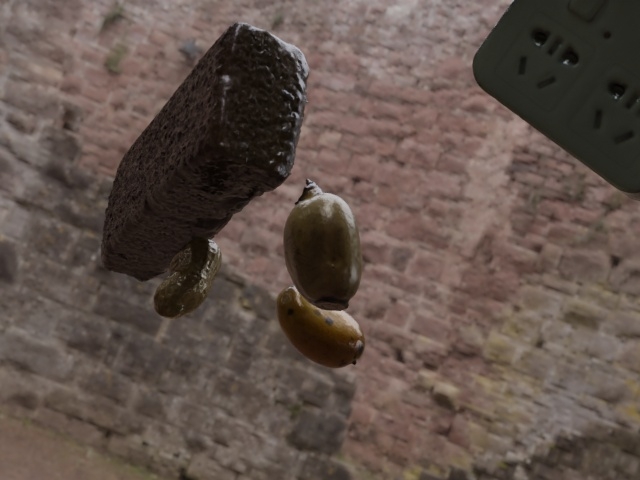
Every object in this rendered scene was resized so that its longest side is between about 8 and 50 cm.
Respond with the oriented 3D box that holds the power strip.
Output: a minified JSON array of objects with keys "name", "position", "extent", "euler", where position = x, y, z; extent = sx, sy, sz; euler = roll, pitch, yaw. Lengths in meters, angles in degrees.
[{"name":"power strip","position":[0.318,-0.200,1.050],"extent":[0.229,0.261,0.141],"euler":[41,14,22]}]

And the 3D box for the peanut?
[{"name":"peanut","position":[-0.140,0.041,1.115],"extent":[0.053,0.113,0.054],"euler":[13,-45,14]}]

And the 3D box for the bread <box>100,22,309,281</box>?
[{"name":"bread","position":[-0.147,-0.082,1.218],"extent":[0.113,0.165,0.416],"euler":[20,-25,-22]}]

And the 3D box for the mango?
[{"name":"mango","position":[-0.003,0.155,1.832],"extent":[0.178,0.115,0.090],"euler":[35,-49,-16]}]

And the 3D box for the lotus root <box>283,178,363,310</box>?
[{"name":"lotus root","position":[0.000,0.000,1.587],"extent":[0.125,0.221,0.118],"euler":[-22,-20,31]}]
